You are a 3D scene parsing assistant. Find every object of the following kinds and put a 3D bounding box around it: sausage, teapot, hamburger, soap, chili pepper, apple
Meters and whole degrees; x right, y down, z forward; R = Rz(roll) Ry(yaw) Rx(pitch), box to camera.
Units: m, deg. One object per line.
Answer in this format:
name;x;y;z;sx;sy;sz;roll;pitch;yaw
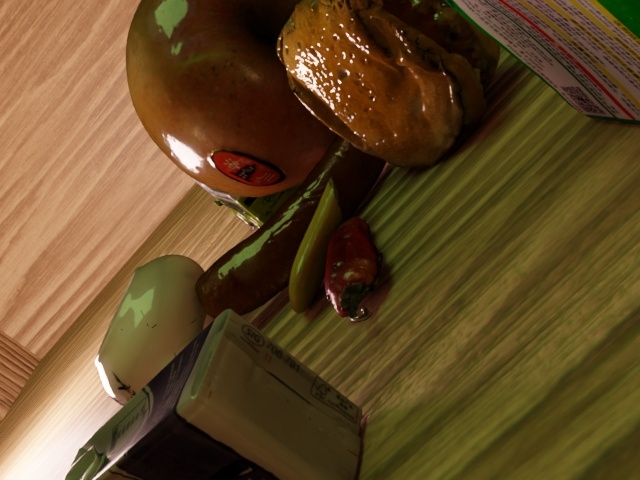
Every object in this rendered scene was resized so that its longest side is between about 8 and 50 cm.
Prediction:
sausage;-0.031;-0.015;0.990;0.302;0.076;0.103;-47;28;-5
teapot;-0.206;0.117;1.089;0.300;0.165;0.209;-74;0;-75
hamburger;0.077;-0.205;0.871;0.163;0.244;0.244;-53;14;-26
soap;0.000;0.000;0.882;0.089;0.033;0.169;91;-162;-66
chili pepper;0.031;0.020;0.792;0.059;0.050;0.268;-62;9;20
apple;-0.104;-0.218;1.114;0.339;0.338;0.305;-59;6;-33

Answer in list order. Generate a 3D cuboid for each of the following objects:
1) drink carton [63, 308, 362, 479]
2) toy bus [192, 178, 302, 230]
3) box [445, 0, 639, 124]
drink carton;-0.092;0.175;0.595;0.222;0.134;0.102;-43;18;28
toy bus;-0.124;-0.096;1.377;0.113;0.139;0.301;-54;16;-5
box;0.188;-0.158;0.500;0.103;0.180;0.250;-53;15;4
